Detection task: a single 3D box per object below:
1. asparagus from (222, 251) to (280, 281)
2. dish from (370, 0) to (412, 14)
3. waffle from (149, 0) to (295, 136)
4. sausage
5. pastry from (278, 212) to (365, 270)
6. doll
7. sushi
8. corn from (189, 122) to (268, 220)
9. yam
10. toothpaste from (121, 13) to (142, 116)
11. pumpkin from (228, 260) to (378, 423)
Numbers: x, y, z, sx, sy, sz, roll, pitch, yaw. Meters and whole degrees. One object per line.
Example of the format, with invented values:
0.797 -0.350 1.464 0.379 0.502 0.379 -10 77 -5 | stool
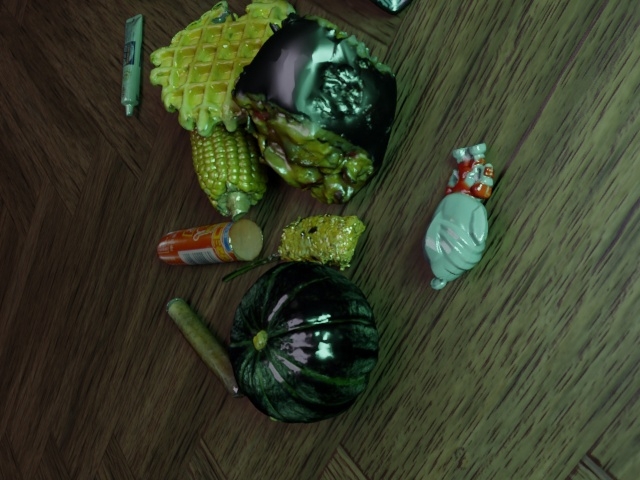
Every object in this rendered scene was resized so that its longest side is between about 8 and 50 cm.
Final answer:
-0.118 0.044 1.029 0.166 0.016 0.013 -24 36 43 | asparagus
0.059 -0.412 0.736 0.182 0.243 0.080 -41 43 35 | dish
-0.138 -0.285 0.966 0.261 0.056 0.250 -39 60 -7 | waffle
-0.212 0.009 1.087 0.274 0.074 0.074 -7 82 46 | sausage
0.000 0.000 0.883 0.140 0.056 0.080 7 83 44 | pastry
0.161 -0.028 0.710 0.094 0.079 0.180 1 75 60 | doll
-0.011 -0.171 0.823 0.204 0.213 0.200 -61 25 5 | sushi
-0.160 -0.178 1.018 0.119 0.119 0.322 -38 56 37 | corn
-0.200 0.187 1.079 0.264 0.046 0.046 40 115 40 | yam
-0.417 -0.387 1.354 0.060 0.038 0.234 -7 79 42 | toothpaste
-0.026 0.135 0.824 0.220 0.161 0.221 -8 78 41 | pumpkin
